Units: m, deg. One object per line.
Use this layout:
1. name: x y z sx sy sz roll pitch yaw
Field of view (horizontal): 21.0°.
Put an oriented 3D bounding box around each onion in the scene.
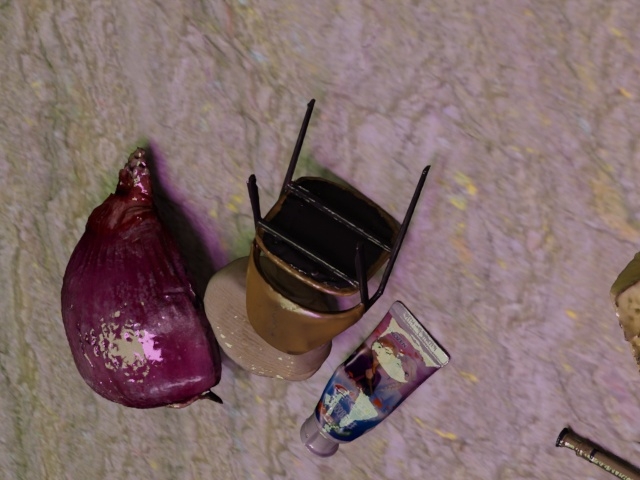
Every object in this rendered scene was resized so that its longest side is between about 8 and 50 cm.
1. onion: -0.264 0.065 2.248 0.267 0.159 0.349 5 113 62

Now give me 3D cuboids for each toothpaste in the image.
1. toothpaste: 0.059 0.181 2.138 0.096 0.061 0.266 49 133 9

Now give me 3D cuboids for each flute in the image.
1. flute: 0.362 0.272 1.914 0.233 0.027 0.027 29 133 28

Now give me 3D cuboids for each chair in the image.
1. chair: 0.000 0.000 1.968 0.158 0.172 0.247 31 149 14

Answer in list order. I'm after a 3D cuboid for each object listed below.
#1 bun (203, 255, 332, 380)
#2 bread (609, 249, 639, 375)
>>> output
1. bun: -0.053 0.091 2.134 0.173 0.113 0.166 48 147 7
2. bread: 0.397 0.124 1.715 0.178 0.142 0.266 -20 103 8
